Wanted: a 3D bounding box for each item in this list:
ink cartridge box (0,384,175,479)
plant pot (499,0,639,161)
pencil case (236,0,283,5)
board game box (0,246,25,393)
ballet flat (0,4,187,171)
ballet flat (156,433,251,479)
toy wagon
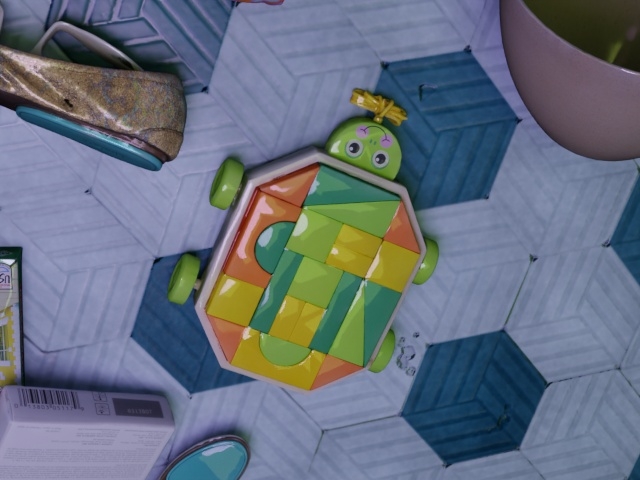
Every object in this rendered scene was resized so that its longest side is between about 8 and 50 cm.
[{"bbox_3d":[-0.296,0.264,1.045,0.189,0.066,0.232,10,128,-34],"label":"ink cartridge box"},{"bbox_3d":[0.308,-0.193,0.943,0.284,0.284,0.191,-7,145,-9],"label":"plant pot"},{"bbox_3d":[-0.159,-0.298,0.870,0.284,0.124,0.124,5,107,-12],"label":"pencil case"},{"bbox_3d":[-0.479,0.111,0.979,0.317,0.046,0.214,0,107,-12],"label":"board game box"},{"bbox_3d":[-0.296,-0.169,0.896,0.348,0.123,0.123,17,104,-16],"label":"ballet flat"},{"bbox_3d":[-0.171,0.300,1.094,0.213,0.068,0.072,-43,99,-1],"label":"ballet flat"},{"bbox_3d":[0.000,0.000,1.026,0.267,0.068,0.344,21,103,-17],"label":"toy wagon"}]
